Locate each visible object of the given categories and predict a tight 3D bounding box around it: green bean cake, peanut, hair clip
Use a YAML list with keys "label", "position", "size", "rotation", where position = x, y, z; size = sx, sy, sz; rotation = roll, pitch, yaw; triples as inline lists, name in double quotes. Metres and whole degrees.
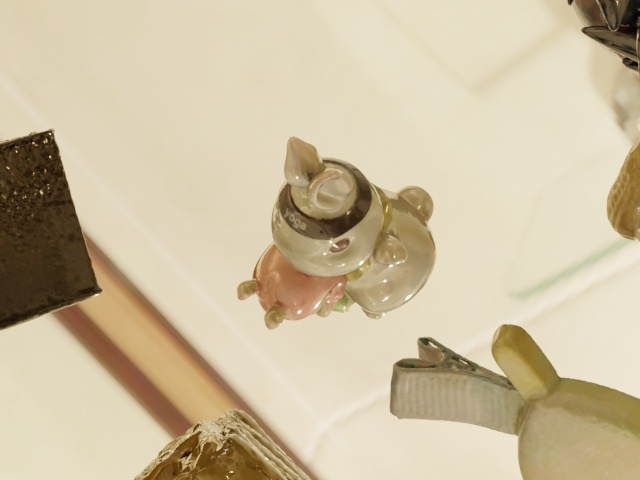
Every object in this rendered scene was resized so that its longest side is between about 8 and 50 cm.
- label: "green bean cake"
  position: [-0.107, 0.232, 1.299]
  size: [0.224, 0.131, 0.230]
  rotation: [-42, -178, -3]
- label: "peanut"
  position: [0.235, -0.043, 1.266]
  size: [0.054, 0.054, 0.113]
  rotation: [-56, 171, -42]
- label: "hair clip"
  position: [0.155, 0.121, 1.301]
  size: [0.218, 0.159, 0.071]
  rotation: [16, -135, 24]

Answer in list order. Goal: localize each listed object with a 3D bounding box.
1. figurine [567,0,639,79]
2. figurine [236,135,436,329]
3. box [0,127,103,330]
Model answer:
- label: "figurine"
  position: [0.237, -0.220, 1.323]
  size: [0.175, 0.265, 0.197]
  rotation: [-46, -142, 3]
- label: "figurine"
  position: [0.007, 0.006, 0.947]
  size: [0.146, 0.081, 0.098]
  rotation: [17, 92, -65]
- label: "box"
  position: [-0.326, 0.011, 1.432]
  size: [0.184, 0.143, 0.273]
  rotation: [-20, -173, -37]
